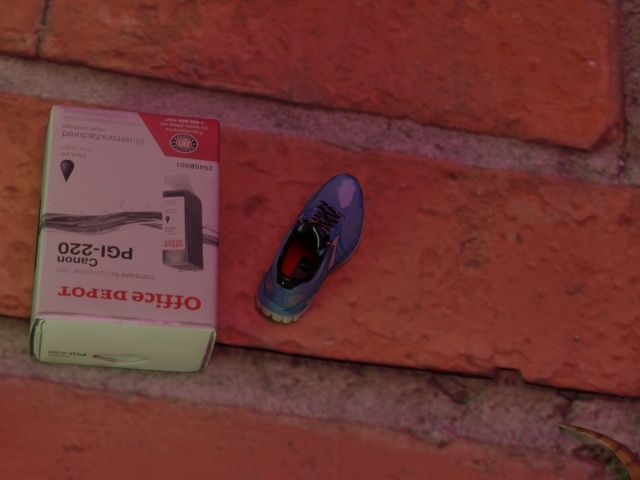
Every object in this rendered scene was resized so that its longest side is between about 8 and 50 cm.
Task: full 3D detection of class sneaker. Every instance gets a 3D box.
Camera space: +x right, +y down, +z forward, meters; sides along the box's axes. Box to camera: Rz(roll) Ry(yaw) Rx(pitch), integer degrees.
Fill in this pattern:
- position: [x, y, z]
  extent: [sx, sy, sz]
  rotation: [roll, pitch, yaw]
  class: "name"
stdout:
- position: [0.000, 0.000, 1.448]
  extent: [0.063, 0.073, 0.162]
  rotation: [27, 59, 3]
  class: "sneaker"

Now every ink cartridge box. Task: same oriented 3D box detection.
- position: [-0.171, -0.002, 1.399]
  extent: [0.158, 0.092, 0.218]
  rotation: [4, 63, -11]
  class: "ink cartridge box"

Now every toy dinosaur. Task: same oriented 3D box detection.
- position: [0.301, 0.238, 1.394]
  extent: [0.112, 0.064, 0.211]
  rotation: [-8, 64, -16]
  class: "toy dinosaur"
